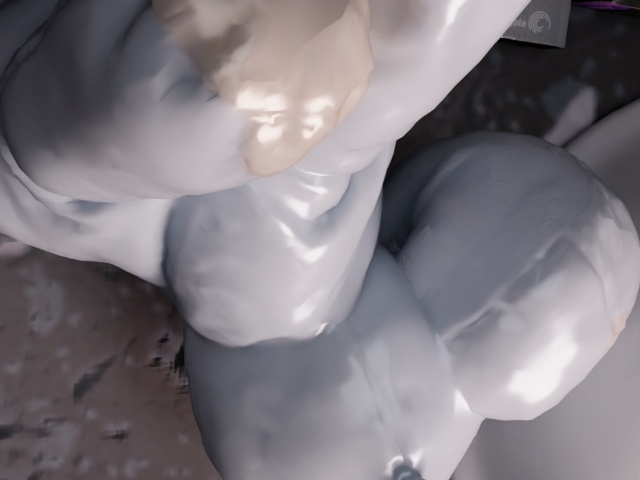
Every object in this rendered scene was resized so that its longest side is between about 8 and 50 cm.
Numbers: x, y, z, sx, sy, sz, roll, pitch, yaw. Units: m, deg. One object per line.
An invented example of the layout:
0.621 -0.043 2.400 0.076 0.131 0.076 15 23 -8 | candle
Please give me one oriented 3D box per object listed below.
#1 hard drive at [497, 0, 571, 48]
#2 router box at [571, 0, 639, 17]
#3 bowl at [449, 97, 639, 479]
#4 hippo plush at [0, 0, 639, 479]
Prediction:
0.065 -0.152 0.623 0.094 0.022 0.135 6 95 -21 | hard drive
0.186 -0.178 0.651 0.133 0.046 0.178 6 94 -19 | router box
0.213 0.079 0.647 0.298 0.134 0.297 -3 97 -20 | bowl
0.000 0.000 0.501 0.294 0.234 0.236 -37 108 -9 | hippo plush
